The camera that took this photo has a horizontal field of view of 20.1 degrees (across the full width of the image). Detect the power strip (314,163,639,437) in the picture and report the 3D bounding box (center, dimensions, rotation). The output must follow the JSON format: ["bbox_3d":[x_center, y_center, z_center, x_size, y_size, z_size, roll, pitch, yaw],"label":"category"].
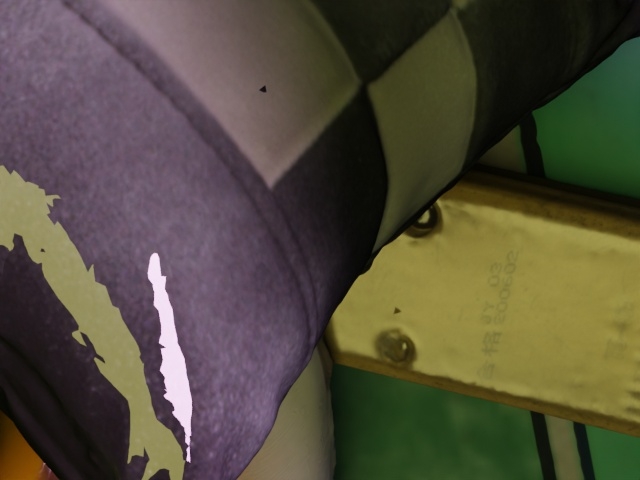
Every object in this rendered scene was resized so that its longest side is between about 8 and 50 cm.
[{"bbox_3d":[0.000,0.000,0.534,0.305,0.044,0.064,13,107,9],"label":"power strip"}]

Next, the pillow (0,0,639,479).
[{"bbox_3d":[-0.033,-0.058,0.433,0.186,0.250,0.106,43,136,2],"label":"pillow"}]

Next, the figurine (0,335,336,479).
[{"bbox_3d":[-0.090,0.075,0.491,0.166,0.141,0.250,-20,114,26],"label":"figurine"}]
